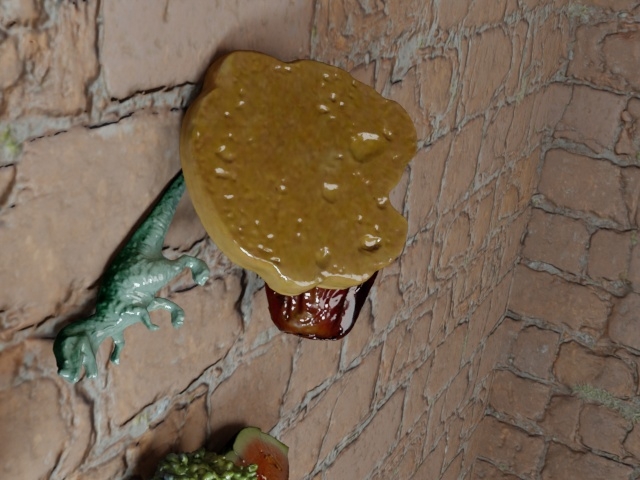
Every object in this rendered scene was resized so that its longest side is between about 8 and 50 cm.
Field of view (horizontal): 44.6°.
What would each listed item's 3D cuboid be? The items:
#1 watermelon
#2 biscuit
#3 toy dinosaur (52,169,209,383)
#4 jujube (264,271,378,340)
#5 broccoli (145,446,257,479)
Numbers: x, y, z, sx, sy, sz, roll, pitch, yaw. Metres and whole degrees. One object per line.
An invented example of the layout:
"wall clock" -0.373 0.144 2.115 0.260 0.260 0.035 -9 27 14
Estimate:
"watermelon" -0.131 0.378 1.269 0.145 0.137 0.193 48 57 -21
"biscuit" -0.015 -0.087 1.018 0.351 0.057 0.312 -3 83 -33
"toy dinosaur" -0.180 0.028 0.955 0.129 0.076 0.383 51 50 -32
"jujube" 0.000 0.000 1.161 0.197 0.197 0.291 15 82 -64
"broccoli" -0.145 0.424 1.084 0.263 0.243 0.247 74 28 -57
